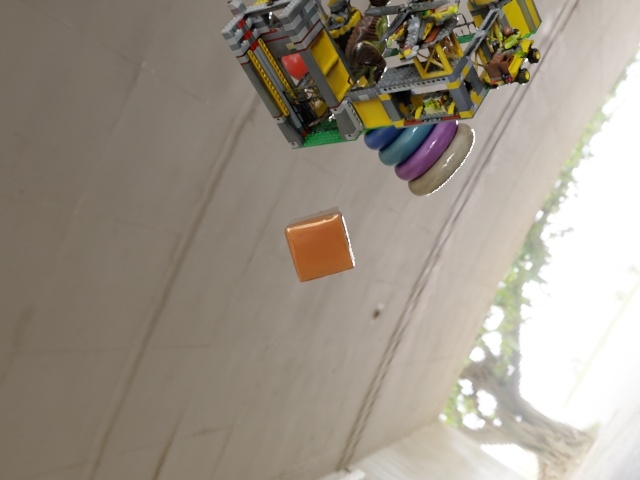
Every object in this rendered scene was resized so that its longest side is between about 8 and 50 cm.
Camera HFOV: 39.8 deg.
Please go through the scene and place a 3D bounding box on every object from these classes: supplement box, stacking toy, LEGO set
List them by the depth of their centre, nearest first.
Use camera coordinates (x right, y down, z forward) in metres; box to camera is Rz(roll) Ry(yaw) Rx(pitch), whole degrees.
[{"bbox_3d":[0.057,-0.246,0.956,0.255,0.331,0.192,-51,-54,-28],"label":"LEGO set"},{"bbox_3d":[0.000,0.000,1.208,0.078,0.080,0.233,-16,6,2],"label":"supplement box"},{"bbox_3d":[0.080,-0.220,1.395,0.141,0.330,0.141,-49,11,13],"label":"stacking toy"}]
